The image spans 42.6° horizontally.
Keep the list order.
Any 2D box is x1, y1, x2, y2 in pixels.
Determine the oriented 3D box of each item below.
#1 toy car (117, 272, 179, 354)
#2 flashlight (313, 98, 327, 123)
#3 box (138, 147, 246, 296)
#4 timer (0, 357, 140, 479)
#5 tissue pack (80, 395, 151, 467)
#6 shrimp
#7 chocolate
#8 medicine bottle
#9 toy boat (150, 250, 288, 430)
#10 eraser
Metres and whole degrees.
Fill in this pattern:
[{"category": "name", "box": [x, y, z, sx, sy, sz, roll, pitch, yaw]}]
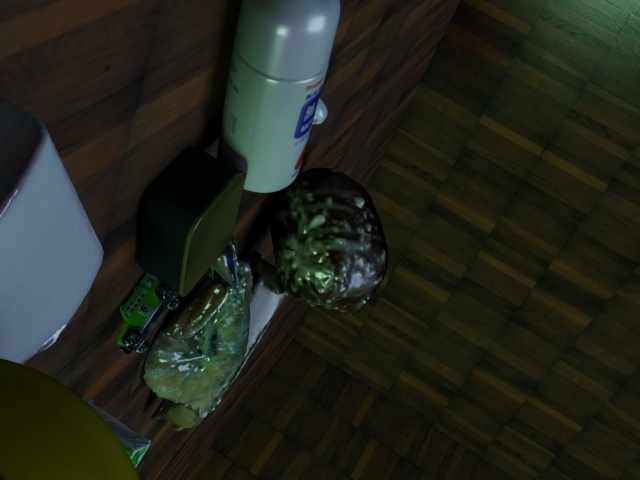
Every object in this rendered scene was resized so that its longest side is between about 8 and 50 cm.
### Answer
[{"category": "toy car", "box": [-0.271, 0.103, 1.299, 0.165, 0.063, 0.071, -57, 171, -15]}, {"category": "flashlight", "box": [-0.029, -0.264, 1.356, 0.047, 0.093, 0.200, -55, 165, -30]}, {"category": "box", "box": [-0.192, -0.028, 1.196, 0.144, 0.090, 0.201, -53, 170, -34]}, {"category": "timer", "box": [-0.326, 0.280, 0.618, 0.387, 0.376, 0.376, -38, 161, -40]}, {"category": "tissue pack", "box": [-0.389, 0.369, 1.259, 0.209, 0.148, 0.156, -58, 172, -4]}, {"category": "shrimp", "box": [-0.230, 0.160, 1.606, 0.221, 0.110, 0.445, -9, 133, -32]}, {"category": "chocolate", "box": [0.000, 0.000, 1.818, 0.225, 0.340, 0.210, -18, 169, 30]}, {"category": "medicine bottle", "box": [-0.061, -0.222, 1.118, 0.130, 0.130, 0.341, -53, 167, -39]}, {"category": "toy boat", "box": [-0.230, 0.228, 1.846, 0.445, 0.136, 0.162, -59, -153, -7]}, {"category": "eraser", "box": [-0.287, 0.013, 0.734, 0.174, 0.095, 0.270, -56, 173, -21]}]
